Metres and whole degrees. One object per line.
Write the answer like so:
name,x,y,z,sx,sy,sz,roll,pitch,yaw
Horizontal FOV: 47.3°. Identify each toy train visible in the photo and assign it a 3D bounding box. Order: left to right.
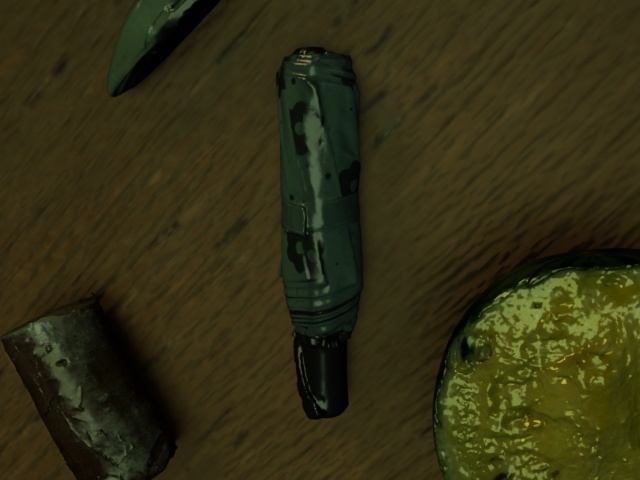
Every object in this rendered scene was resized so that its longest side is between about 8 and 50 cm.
toy train,-0.059,-0.188,0.443,0.252,0.055,0.048,-43,96,14

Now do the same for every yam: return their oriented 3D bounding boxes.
yam,-0.162,0.113,0.524,0.079,0.079,0.141,-24,98,12

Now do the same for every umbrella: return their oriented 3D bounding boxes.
umbrella,0.002,0.000,0.489,0.053,0.052,0.250,-10,105,-26

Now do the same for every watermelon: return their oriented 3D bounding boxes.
watermelon,0.176,0.108,0.456,0.204,0.127,0.232,-23,99,11
